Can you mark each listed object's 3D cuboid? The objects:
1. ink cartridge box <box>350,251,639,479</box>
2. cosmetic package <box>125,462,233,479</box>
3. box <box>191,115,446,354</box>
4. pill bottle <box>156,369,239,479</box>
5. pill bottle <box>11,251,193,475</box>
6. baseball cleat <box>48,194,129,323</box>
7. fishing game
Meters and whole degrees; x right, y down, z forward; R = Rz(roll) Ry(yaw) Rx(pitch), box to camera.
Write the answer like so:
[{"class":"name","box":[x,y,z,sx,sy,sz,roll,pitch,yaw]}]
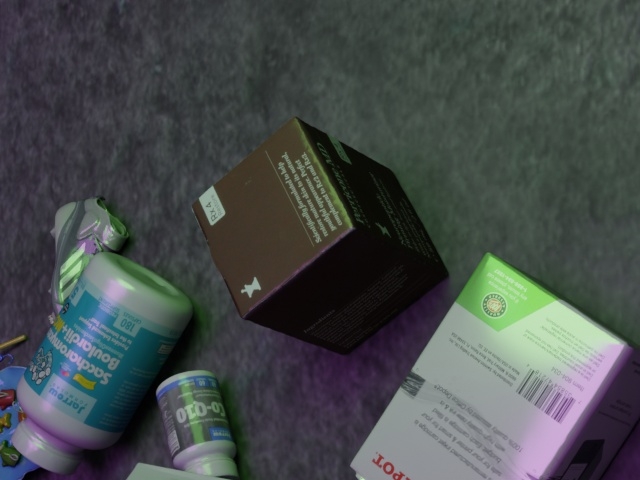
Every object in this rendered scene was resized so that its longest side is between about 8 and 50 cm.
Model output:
[{"class":"ink cartridge box","box":[0.190,0.183,1.469,0.198,0.114,0.273,36,97,38]},{"class":"cosmetic package","box":[-0.116,0.319,1.608,0.239,0.099,0.060,7,120,20]},{"class":"box","box":[0.000,0.000,1.610,0.167,0.203,0.168,-39,57,19]},{"class":"pill bottle","box":[-0.144,0.231,1.716,0.078,0.078,0.137,-32,59,23]},{"class":"pill bottle","box":[-0.281,0.158,1.795,0.146,0.146,0.264,34,96,38]},{"class":"baseball cleat","box":[-0.305,0.036,1.902,0.109,0.072,0.206,-18,69,23]},{"class":"fishing game","box":[-0.431,0.252,1.915,0.189,0.041,0.264,-19,58,14]}]
